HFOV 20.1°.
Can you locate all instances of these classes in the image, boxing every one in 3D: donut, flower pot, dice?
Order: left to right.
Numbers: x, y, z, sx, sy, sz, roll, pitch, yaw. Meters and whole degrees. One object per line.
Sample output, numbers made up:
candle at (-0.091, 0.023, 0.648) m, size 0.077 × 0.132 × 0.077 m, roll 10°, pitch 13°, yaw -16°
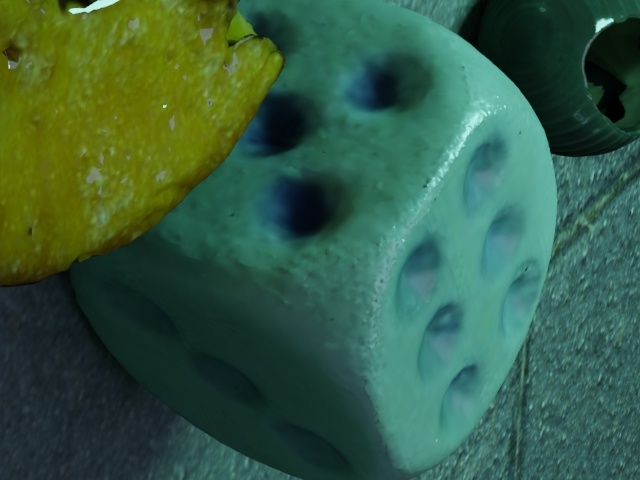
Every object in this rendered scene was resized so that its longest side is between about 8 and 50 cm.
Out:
donut at (-0.180, -0.192, 0.970) m, size 0.378 × 0.163 × 0.435 m, roll -33°, pitch 136°, yaw -47°
dice at (0.000, 0.000, 1.296) m, size 0.264 × 0.262 × 0.268 m, roll -55°, pitch 149°, yaw -26°
flower pot at (0.243, -0.176, 1.734) m, size 0.243 × 0.157 × 0.189 m, roll 8°, pitch 101°, yaw -63°
